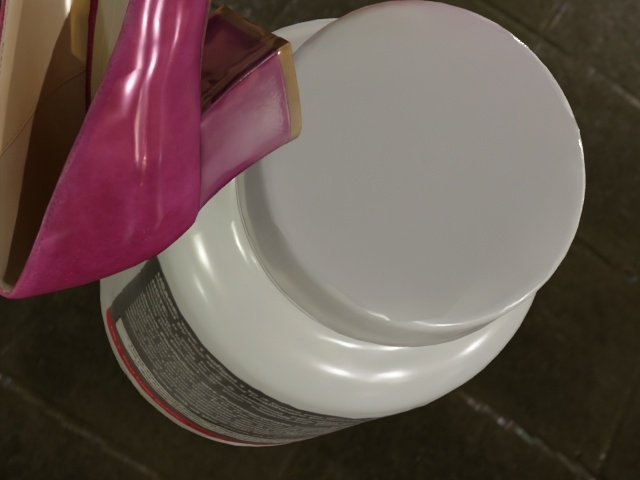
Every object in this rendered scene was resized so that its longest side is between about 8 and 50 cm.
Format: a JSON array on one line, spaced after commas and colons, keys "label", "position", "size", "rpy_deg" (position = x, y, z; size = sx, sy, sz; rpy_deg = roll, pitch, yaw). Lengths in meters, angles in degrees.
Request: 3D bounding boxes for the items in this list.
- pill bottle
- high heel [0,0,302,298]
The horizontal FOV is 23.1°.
[{"label": "pill bottle", "position": [0.000, 0.000, 0.735], "size": [0.176, 0.318, 0.176], "rpy_deg": [3, 78, -14]}, {"label": "high heel", "position": [-0.082, -0.095, 0.461], "size": [0.117, 0.244, 0.082], "rpy_deg": [-36, 48, -24]}]
